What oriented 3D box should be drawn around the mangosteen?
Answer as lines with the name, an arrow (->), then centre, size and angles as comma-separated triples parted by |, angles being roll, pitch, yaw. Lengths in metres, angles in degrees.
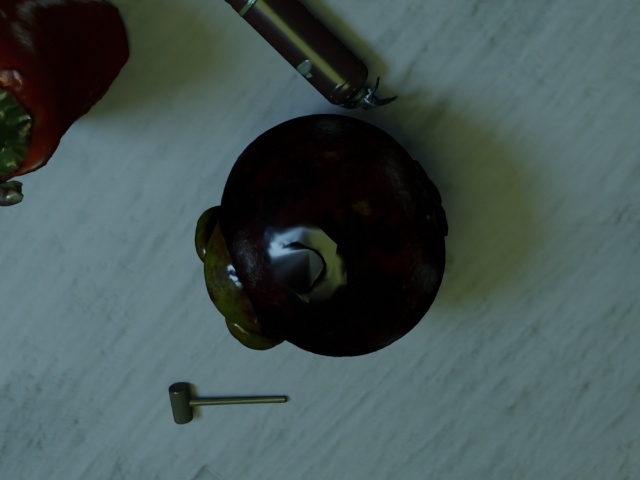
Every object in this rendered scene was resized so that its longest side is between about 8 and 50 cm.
mangosteen -> 0.000, 0.000, 1.048 | 0.210, 0.210, 0.210 | 4, 115, 10

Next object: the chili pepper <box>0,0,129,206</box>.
chili pepper -> -0.250, -0.101, 0.971 | 0.131, 0.338, 0.134 | 43, 113, -12

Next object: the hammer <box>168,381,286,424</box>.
hammer -> -0.086, 0.150, 1.234 | 0.110, 0.019, 0.035 | -3, 114, 7

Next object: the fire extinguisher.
fire extinguisher -> -0.011, -0.156, 1.062 | 0.158, 0.043, 0.064 | 44, 145, -9
